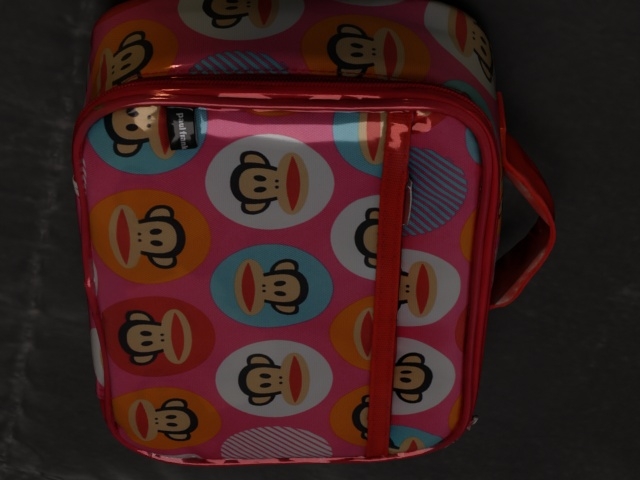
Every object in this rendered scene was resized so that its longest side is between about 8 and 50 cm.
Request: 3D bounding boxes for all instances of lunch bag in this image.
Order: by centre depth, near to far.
[{"bbox_3d":[0.000,0.000,1.074,0.258,0.120,0.293,0,134,-1],"label":"lunch bag"}]
